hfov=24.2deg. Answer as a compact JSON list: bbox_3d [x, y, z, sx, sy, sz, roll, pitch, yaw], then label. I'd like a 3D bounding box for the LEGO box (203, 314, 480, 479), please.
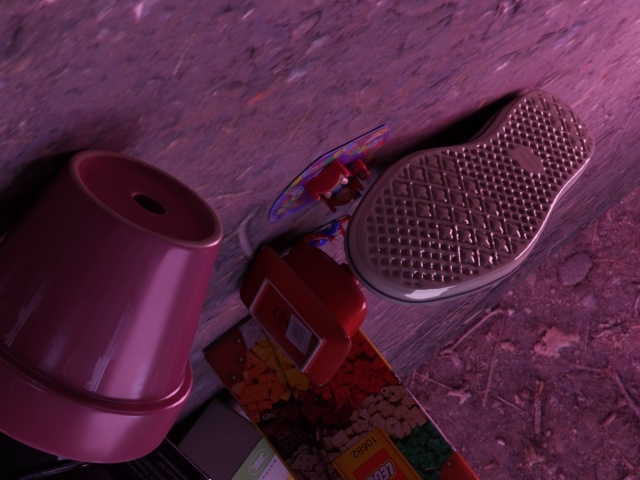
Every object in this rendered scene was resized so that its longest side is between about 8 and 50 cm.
[{"bbox_3d":[0.043,0.284,2.178,0.193,0.372,0.500,-38,168,-4],"label":"LEGO box"}]

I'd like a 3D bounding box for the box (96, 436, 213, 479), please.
[{"bbox_3d":[-0.254,0.361,1.733,0.294,0.182,0.296,-46,158,-11],"label":"box"}]

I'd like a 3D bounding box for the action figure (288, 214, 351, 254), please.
[{"bbox_3d":[0.000,0.000,1.834,0.115,0.030,0.038,-22,164,-45],"label":"action figure"}]

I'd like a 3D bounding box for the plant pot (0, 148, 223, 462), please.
[{"bbox_3d":[-0.171,0.039,1.140,0.201,0.201,0.180,-15,138,-62],"label":"plant pot"}]

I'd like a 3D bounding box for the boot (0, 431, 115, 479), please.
[{"bbox_3d":[-0.159,0.273,1.371,0.367,0.445,0.146,-41,168,15],"label":"boot"}]

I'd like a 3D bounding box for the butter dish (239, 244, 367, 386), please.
[{"bbox_3d":[-0.001,0.069,1.774,0.118,0.160,0.160,-35,167,-28],"label":"butter dish"}]

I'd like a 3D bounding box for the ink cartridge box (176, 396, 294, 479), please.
[{"bbox_3d":[-0.134,0.422,2.407,0.207,0.119,0.353,-53,151,-13],"label":"ink cartridge box"}]

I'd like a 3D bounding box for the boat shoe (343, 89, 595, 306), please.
[{"bbox_3d":[0.174,-0.036,1.815,0.156,0.187,0.500,-45,175,39],"label":"boat shoe"}]

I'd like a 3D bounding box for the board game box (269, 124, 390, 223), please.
[{"bbox_3d":[0.021,-0.062,1.649,0.168,0.033,0.133,-29,165,-38],"label":"board game box"}]
